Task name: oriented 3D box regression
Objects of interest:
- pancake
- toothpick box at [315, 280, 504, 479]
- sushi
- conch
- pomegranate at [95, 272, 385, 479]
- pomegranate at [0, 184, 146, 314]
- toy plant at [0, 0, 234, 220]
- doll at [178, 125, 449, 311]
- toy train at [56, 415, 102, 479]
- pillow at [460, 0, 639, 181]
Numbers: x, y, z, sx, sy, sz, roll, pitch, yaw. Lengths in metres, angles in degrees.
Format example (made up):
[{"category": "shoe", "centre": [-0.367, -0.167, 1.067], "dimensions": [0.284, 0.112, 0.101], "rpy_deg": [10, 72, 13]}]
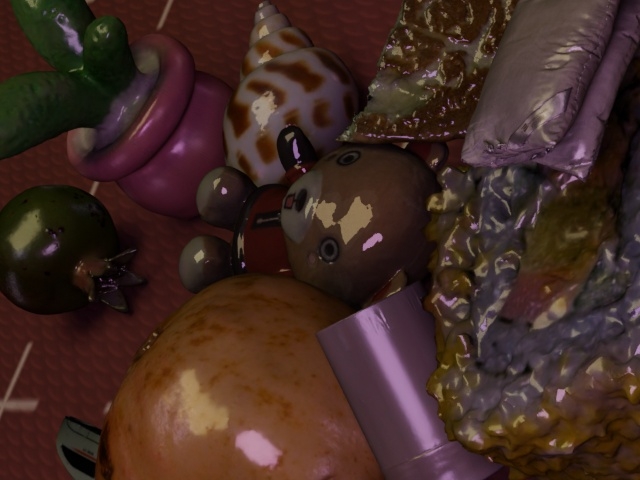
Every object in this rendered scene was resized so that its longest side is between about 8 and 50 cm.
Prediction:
[{"category": "pancake", "centre": [0.168, -0.216, 1.985], "dimensions": [0.376, 0.054, 0.197], "rpy_deg": [-31, 78, -3]}, {"category": "toothpick box", "centre": [0.082, 0.139, 1.664], "dimensions": [0.111, 0.181, 0.111], "rpy_deg": [-27, -2, -1]}, {"category": "sushi", "centre": [0.277, 0.009, 1.589], "dimensions": [0.351, 0.240, 0.397], "rpy_deg": [-27, 46, 39]}, {"category": "conch", "centre": [-0.041, -0.150, 2.245], "dimensions": [0.182, 0.148, 0.275], "rpy_deg": [-22, 49, 38]}, {"category": "pomegranate", "centre": [-0.041, 0.206, 1.811], "dimensions": [0.342, 0.342, 0.342], "rpy_deg": [-34, 39, 34]}, {"category": "pomegranate", "centre": [-0.333, 0.024, 2.503], "dimensions": [0.224, 0.181, 0.181], "rpy_deg": [29, 88, 39]}, {"category": "toy plant", "centre": [-0.261, -0.161, 2.378], "dimensions": [0.210, 0.356, 0.317], "rpy_deg": [-20, 47, 36]}, {"category": "doll", "centre": [0.000, 0.000, 2.047], "dimensions": [0.330, 0.174, 0.235], "rpy_deg": [-9, 53, 46]}, {"category": "toy train", "centre": [-0.209, 0.286, 2.178], "dimensions": [0.407, 0.086, 0.088], "rpy_deg": [15, 82, 58]}, {"category": "pillow", "centre": [0.190, -0.139, 1.538], "dimensions": [0.134, 0.078, 0.181], "rpy_deg": [0, 61, 55]}]
